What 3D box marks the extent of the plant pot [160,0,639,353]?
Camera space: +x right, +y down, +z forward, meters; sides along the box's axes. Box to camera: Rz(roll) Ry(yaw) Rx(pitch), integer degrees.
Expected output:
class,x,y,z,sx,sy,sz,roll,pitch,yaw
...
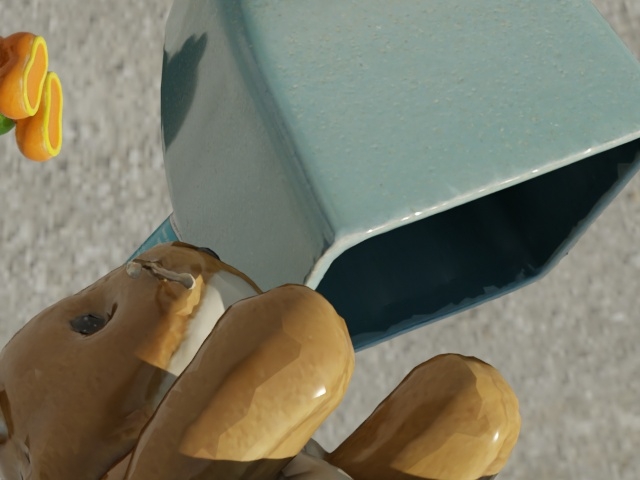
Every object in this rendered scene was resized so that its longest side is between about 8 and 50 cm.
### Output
class,x,y,z,sx,sy,sz,roll,pitch,yaw
plant pot,0.026,-0.090,1.174,0.248,0.252,0.247,-20,163,-23

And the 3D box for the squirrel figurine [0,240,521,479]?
class,x,y,z,sx,sy,sz,roll,pitch,yaw
squirrel figurine,-0.071,0.196,0.898,0.281,0.370,0.397,11,109,-44

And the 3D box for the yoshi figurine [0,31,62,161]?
class,x,y,z,sx,sy,sz,roll,pitch,yaw
yoshi figurine,-0.472,-0.131,1.987,0.362,0.203,0.204,2,107,6

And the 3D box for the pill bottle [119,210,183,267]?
class,x,y,z,sx,sy,sz,roll,pitch,yaw
pill bottle,-0.100,0.075,1.353,0.264,0.146,0.146,-45,125,9
